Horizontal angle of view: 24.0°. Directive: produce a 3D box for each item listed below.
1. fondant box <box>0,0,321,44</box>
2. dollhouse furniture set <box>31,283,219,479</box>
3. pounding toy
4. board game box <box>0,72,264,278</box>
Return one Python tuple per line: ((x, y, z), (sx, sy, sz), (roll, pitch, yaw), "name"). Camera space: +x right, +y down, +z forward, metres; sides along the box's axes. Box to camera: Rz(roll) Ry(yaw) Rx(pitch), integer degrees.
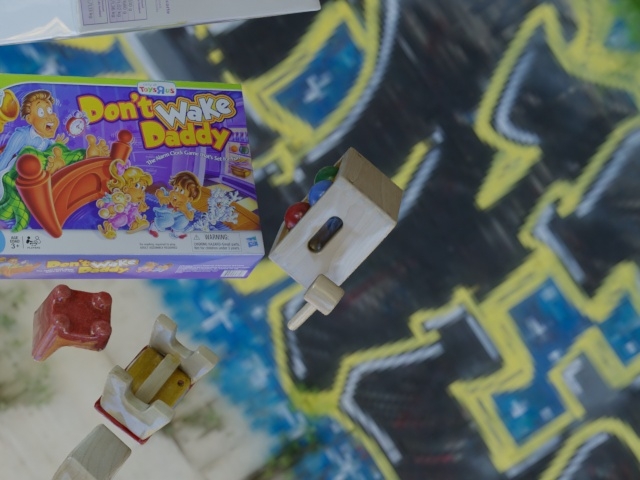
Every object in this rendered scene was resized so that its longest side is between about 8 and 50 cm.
((-0.196, -0.254, 1.510), (0.330, 0.238, 0.096), (-17, -77, -47), "fondant box")
((-0.295, 0.199, 1.453), (0.201, 0.152, 0.374), (39, -132, 1), "dollhouse furniture set")
((-0.007, 0.008, 1.673), (0.094, 0.181, 0.206), (40, -162, -7), "pounding toy")
((-0.255, -0.074, 1.792), (0.078, 0.347, 0.233), (130, 136, -59), "board game box")
